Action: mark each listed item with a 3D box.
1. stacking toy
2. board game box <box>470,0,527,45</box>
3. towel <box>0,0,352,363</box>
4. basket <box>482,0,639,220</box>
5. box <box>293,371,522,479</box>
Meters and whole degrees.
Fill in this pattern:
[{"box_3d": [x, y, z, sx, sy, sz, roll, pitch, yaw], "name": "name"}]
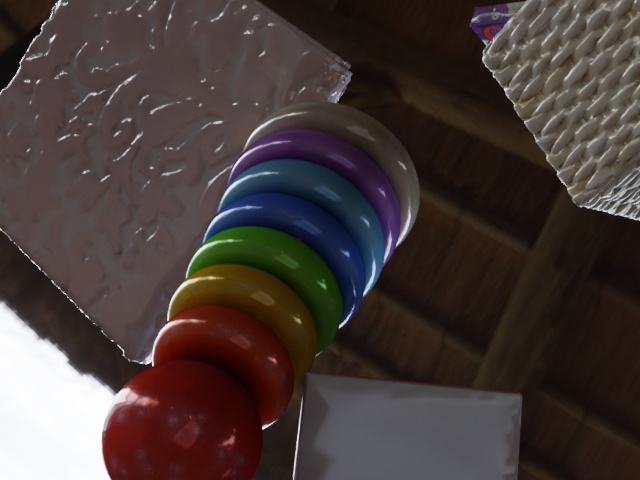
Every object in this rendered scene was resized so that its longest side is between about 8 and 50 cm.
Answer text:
[{"box_3d": [-0.040, 0.046, 0.690, 0.141, 0.330, 0.141, 11, -51, 14], "name": "stacking toy"}, {"box_3d": [0.450, -0.336, 1.801, 0.347, 0.056, 0.208, 3, -28, 43], "name": "board game box"}, {"box_3d": [-0.173, -0.104, 1.018, 0.317, 0.331, 0.053, 39, 10, 26], "name": "towel"}, {"box_3d": [0.461, -0.237, 1.459, 0.331, 0.266, 0.328, -47, -126, 32], "name": "basket"}, {"box_3d": [0.051, 0.140, 0.687, 0.130, 0.091, 0.170, 6, -11, 2], "name": "box"}]
